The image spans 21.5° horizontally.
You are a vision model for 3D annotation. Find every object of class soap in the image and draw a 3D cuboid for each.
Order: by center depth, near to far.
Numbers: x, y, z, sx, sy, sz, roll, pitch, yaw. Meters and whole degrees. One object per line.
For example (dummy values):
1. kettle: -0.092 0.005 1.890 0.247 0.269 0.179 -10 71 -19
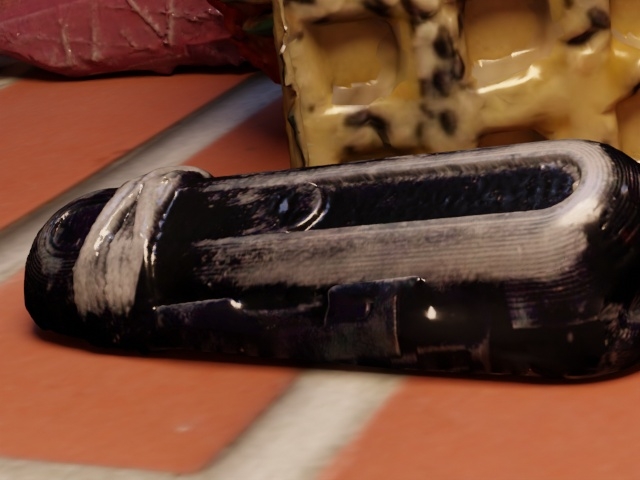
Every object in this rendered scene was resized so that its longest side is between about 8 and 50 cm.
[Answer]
1. soap: -0.123 -0.217 1.092 0.324 0.220 0.127 -8 14 23

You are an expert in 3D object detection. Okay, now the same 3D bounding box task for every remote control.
1. remote control: 0.000 0.000 0.620 0.265 0.066 0.090 1 35 24

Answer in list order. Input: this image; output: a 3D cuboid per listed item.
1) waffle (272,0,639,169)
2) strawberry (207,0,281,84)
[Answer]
1. waffle: 0.158 -0.137 0.675 0.376 0.261 0.114 -6 24 4
2. strawberry: 0.062 -0.184 0.887 0.238 0.250 0.288 -29 16 20
